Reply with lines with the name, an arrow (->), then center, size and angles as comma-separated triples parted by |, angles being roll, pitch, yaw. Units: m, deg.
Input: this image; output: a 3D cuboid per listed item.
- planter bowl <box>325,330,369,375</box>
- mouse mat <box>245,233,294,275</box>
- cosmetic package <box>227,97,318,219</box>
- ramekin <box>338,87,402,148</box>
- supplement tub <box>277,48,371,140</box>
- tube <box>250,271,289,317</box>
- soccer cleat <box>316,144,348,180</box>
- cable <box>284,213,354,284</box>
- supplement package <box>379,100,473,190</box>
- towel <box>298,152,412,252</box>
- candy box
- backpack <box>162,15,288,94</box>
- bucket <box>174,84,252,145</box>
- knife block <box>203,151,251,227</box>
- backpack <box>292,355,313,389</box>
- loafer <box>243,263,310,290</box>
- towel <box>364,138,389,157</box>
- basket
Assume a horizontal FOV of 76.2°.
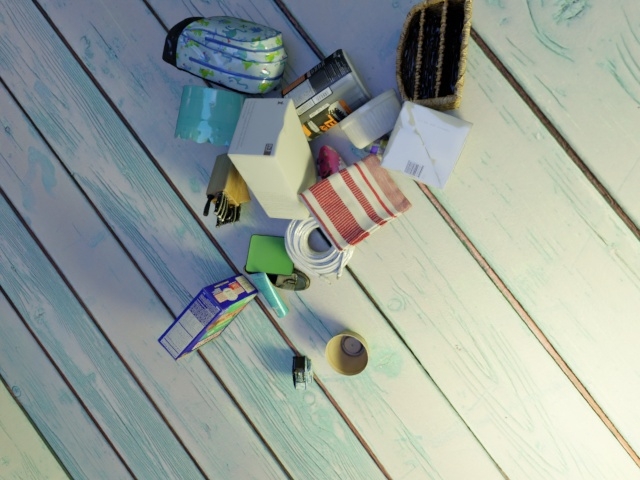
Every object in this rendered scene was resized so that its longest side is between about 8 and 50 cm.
planter bowl -> 0.110, 0.408, 1.527 | 0.162, 0.109, 0.161 | 3, 100, 17
mouse mat -> -0.188, 0.055, 1.566 | 0.190, 0.007, 0.152 | 5, 74, 10
cosmetic package -> -0.133, -0.246, 1.316 | 0.156, 0.385, 0.217 | 4, 65, 16
ramekin -> 0.172, -0.386, 1.317 | 0.207, 0.207, 0.109 | -30, 99, 20
supplement tub -> -0.007, -0.465, 1.362 | 0.316, 0.193, 0.193 | -28, 90, 21
tube -> -0.194, 0.209, 1.582 | 0.080, 0.052, 0.207 | -15, 116, 30
soccer cleat -> 0.095, -0.187, 1.436 | 0.331, 0.143, 0.116 | 70, 155, 13
cable -> 0.000, 0.000, 1.490 | 0.257, 0.089, 0.257 | 27, 100, 8
supplement package -> 0.326, -0.283, 1.249 | 0.199, 0.263, 0.197 | 24, 106, 12
towel -> 0.122, -0.132, 1.339 | 0.237, 0.329, 0.037 | 55, 154, 7
candy box -> -0.432, 0.294, 1.597 | 0.122, 0.268, 0.317 | 48, 111, 9
backpack -> -0.288, -0.626, 1.380 | 0.356, 0.290, 0.273 | 37, 126, 2
bucket -> -0.368, -0.431, 1.449 | 0.282, 0.281, 0.182 | 13, 102, 15
knife block -> -0.362, -0.190, 1.500 | 0.088, 0.242, 0.275 | -12, 96, 19
backpack -> -0.070, 0.527, 1.611 | 0.084, 0.105, 0.114 | 1, 111, -3
loafer -> -0.174, 0.144, 1.583 | 0.268, 0.084, 0.096 | 16, 104, 15
towel -> 0.198, -0.325, 1.418 | 0.083, 0.009, 0.060 | 22, 106, 13
basket -> 0.329, -0.553, 1.222 | 0.214, 0.223, 0.298 | 7, 103, 17
